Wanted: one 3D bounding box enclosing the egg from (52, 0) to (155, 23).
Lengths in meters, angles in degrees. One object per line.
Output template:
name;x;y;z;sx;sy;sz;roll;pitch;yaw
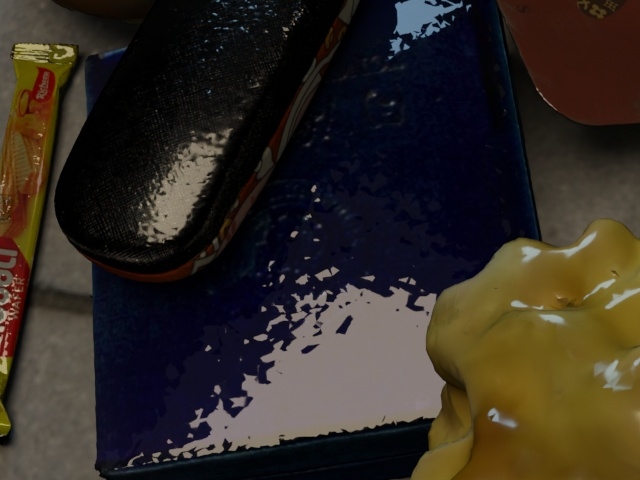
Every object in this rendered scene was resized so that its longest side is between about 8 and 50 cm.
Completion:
egg;-0.140;-0.256;0.891;0.203;0.203;0.245;-39;57;-3

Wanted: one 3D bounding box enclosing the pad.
pad;0.171;-0.183;0.830;0.181;0.004;0.267;-6;62;-25

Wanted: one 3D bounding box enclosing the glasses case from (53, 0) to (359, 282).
glasses case;-0.056;-0.098;0.753;0.103;0.067;0.266;19;68;23

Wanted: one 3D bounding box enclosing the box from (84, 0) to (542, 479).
box;0.000;0.000;0.796;0.261;0.116;0.279;-11;63;11

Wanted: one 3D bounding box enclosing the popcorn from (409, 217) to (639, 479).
popcorn;0.199;0.161;0.558;0.390;0.354;0.344;1;57;-29

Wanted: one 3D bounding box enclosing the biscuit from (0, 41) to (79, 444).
biscuit;-0.209;-0.005;0.901;0.048;0.026;0.292;6;68;-3
